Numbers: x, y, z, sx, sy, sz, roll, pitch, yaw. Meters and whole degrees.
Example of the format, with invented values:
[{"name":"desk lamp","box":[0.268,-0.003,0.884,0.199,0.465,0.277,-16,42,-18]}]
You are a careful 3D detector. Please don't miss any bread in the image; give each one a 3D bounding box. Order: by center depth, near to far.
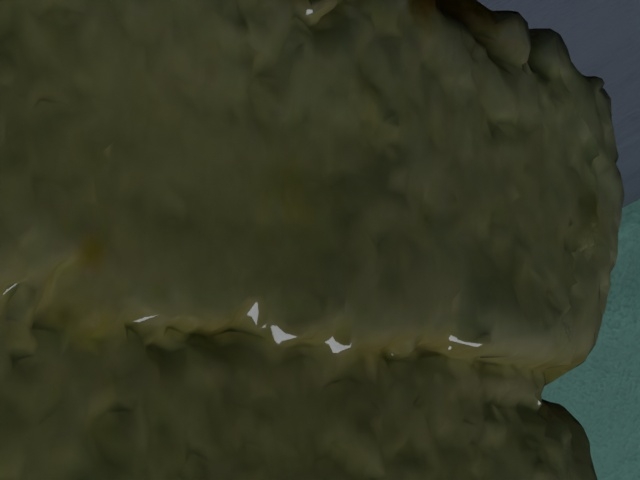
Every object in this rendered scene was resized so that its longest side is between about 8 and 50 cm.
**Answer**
[{"name":"bread","box":[-0.129,0.057,0.608,0.390,0.279,0.371,-15,165,36]}]
